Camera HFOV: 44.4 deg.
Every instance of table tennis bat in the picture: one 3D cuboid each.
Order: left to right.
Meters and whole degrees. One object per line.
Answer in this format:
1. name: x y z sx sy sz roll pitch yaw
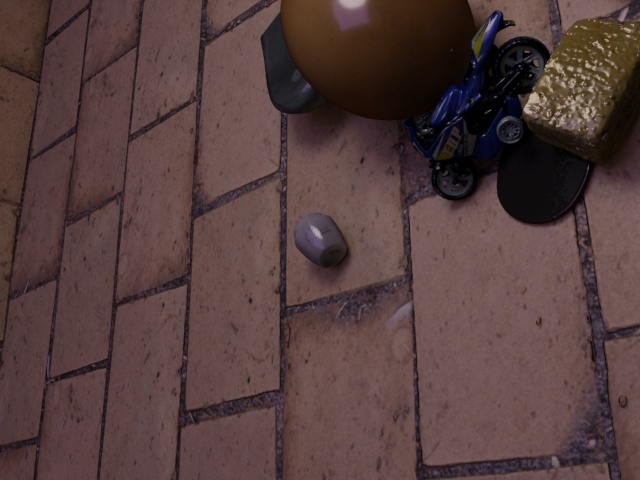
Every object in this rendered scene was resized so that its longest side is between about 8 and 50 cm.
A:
1. table tennis bat: 0.369 -0.174 1.266 0.173 0.022 0.301 8 82 48

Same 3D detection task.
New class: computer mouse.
1. computer mouse: -0.031 -0.400 1.698 0.188 0.121 0.371 -38 44 26

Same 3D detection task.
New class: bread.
1. bread: 0.406 -0.226 1.169 0.138 0.102 0.196 25 86 31

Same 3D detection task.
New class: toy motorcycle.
1. toy motorcycle: 0.243 -0.214 1.287 0.316 0.168 0.113 -62 7 27

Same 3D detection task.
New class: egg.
1. egg: 0.095 -0.376 1.405 0.373 0.301 0.301 26 95 24

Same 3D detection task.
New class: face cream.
1. face cream: 0.000 0.000 1.535 0.091 0.091 0.095 -53 52 18
